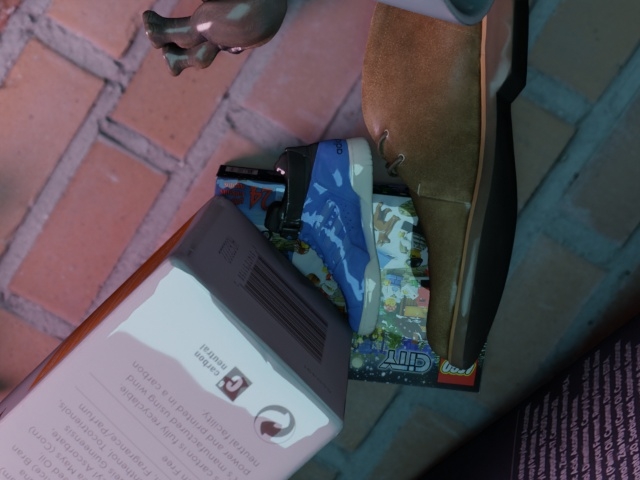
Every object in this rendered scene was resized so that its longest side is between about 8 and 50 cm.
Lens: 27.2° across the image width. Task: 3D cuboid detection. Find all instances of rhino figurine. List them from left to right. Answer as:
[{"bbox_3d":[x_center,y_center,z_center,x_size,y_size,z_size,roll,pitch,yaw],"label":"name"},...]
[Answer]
[{"bbox_3d":[-0.095,-0.248,0.977,0.106,0.073,0.243,-12,105,8],"label":"rhino figurine"}]

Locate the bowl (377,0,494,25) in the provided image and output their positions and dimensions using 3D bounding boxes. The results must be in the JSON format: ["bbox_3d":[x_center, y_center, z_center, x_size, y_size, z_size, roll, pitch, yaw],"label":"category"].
[{"bbox_3d":[0.020,-0.296,0.869,0.163,0.311,0.312,2,107,20],"label":"bowl"}]

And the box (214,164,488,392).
[{"bbox_3d":[0.024,0.032,1.071,0.233,0.044,0.159,6,105,-1],"label":"box"}]

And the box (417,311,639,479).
[{"bbox_3d":[0.355,0.302,0.974,0.480,0.297,0.472,43,114,-11],"label":"box"}]

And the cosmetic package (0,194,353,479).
[{"bbox_3d":[-0.191,0.190,0.973,0.453,0.230,0.161,-44,97,10],"label":"cosmetic package"}]

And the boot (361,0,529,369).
[{"bbox_3d":[0.090,-0.057,0.992,0.115,0.112,0.305,2,83,15],"label":"boot"}]

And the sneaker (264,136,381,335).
[{"bbox_3d":[0.000,0.000,1.007,0.084,0.058,0.152,-5,101,-4],"label":"sneaker"}]
